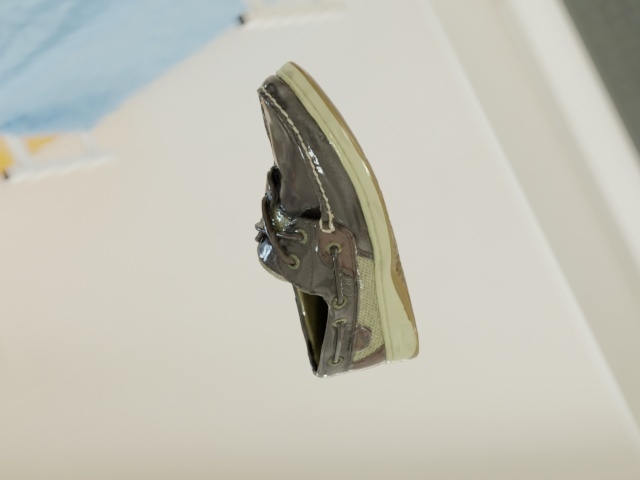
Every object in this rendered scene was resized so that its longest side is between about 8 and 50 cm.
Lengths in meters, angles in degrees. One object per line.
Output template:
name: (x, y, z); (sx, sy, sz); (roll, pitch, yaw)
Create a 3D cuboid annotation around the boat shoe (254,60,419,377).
boat shoe: (0.000, 0.000, 0.742); (0.049, 0.152, 0.056); (-28, -141, -9)
